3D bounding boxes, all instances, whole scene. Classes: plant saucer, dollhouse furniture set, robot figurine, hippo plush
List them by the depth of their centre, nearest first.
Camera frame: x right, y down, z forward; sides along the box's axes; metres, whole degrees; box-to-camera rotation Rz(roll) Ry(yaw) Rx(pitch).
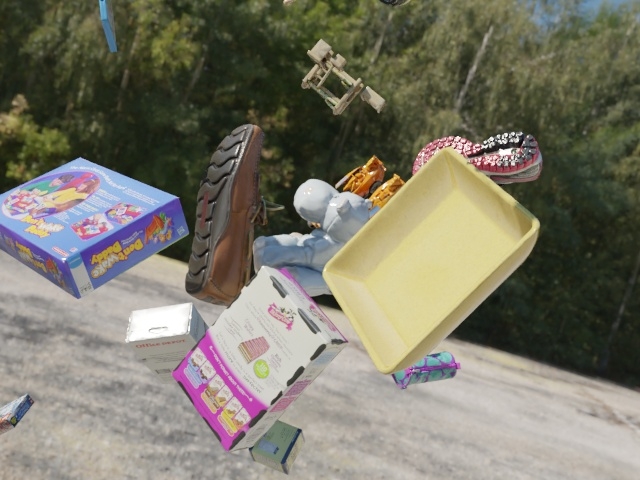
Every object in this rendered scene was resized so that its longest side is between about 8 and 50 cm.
[{"bbox_3d":[0.185,0.036,1.331,0.081,0.333,0.333,40,9,-32],"label":"plant saucer"},{"bbox_3d":[0.000,0.000,1.735,0.294,0.237,0.234,31,24,21],"label":"hippo plush"},{"bbox_3d":[0.046,-0.352,1.837,0.182,0.101,0.161,41,3,10],"label":"dollhouse furniture set"},{"bbox_3d":[0.093,-0.097,2.228,0.211,0.291,0.085,46,-3,36],"label":"robot figurine"}]

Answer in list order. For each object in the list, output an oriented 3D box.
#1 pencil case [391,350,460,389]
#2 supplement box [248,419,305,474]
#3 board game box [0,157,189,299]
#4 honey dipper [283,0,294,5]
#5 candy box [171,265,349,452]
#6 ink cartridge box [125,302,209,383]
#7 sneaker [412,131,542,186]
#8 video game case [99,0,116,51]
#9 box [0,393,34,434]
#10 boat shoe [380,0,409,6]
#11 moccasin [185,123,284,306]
[{"bbox_3d":[0.229,0.283,1.738,0.151,0.064,0.070,-4,-9,-34],"label":"pencil case"},{"bbox_3d":[-0.088,0.418,1.615,0.083,0.083,0.056,17,-34,20],"label":"supplement box"},{"bbox_3d":[-0.439,-0.036,1.437,0.233,0.078,0.347,-34,38,-33],"label":"board game box"},{"bbox_3d":[-0.039,-0.674,2.167,0.030,0.030,0.160,17,42,43],"label":"honey dipper"},{"bbox_3d":[-0.093,0.174,1.172,0.159,0.233,0.071,49,18,24],"label":"candy box"},{"bbox_3d":[-0.433,0.313,2.377,0.197,0.114,0.273,-9,-38,10],"label":"ink cartridge box"},{"bbox_3d":[0.356,-0.165,1.816,0.299,0.121,0.112,0,-28,28],"label":"sneaker"},{"bbox_3d":[-0.440,-0.490,1.622,0.015,0.166,0.119,-7,-17,-8],"label":"video game case"},{"bbox_3d":[-0.677,0.382,1.658,0.027,0.137,0.094,57,18,-15],"label":"box"},{"bbox_3d":[0.075,-0.519,1.244,0.127,0.113,0.340,19,-43,31],"label":"boat shoe"},{"bbox_3d":[-0.167,-0.053,1.618,0.147,0.380,0.139,19,-22,-36],"label":"moccasin"}]
